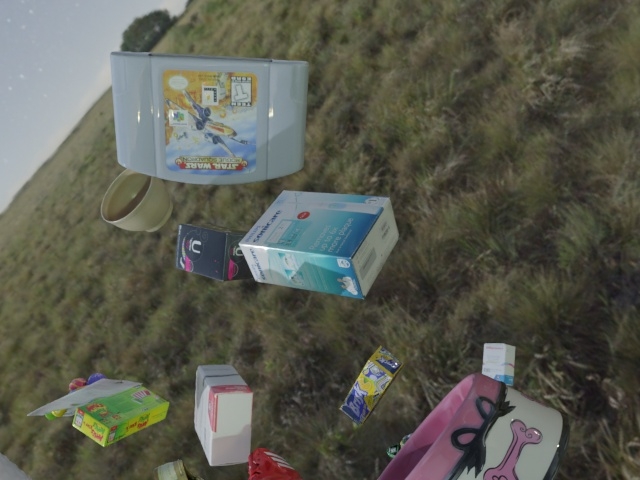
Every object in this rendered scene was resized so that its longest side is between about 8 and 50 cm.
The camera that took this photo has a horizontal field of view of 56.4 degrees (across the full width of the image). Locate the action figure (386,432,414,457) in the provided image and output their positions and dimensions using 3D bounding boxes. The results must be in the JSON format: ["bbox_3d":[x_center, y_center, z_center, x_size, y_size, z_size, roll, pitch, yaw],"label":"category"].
[{"bbox_3d":[0.252,0.478,1.395,0.232,0.063,0.137,-29,29,34],"label":"action figure"}]

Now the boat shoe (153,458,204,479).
[{"bbox_3d":[-0.199,0.378,0.914,0.048,0.153,0.056,-27,43,-1],"label":"boat shoe"}]

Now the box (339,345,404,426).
[{"bbox_3d":[0.099,0.289,1.175,0.054,0.059,0.169,-34,-25,-47],"label":"box"}]

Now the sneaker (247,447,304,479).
[{"bbox_3d":[-0.127,0.467,1.110,0.128,0.221,0.087,38,108,34],"label":"sneaker"}]

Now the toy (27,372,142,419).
[{"bbox_3d":[-0.570,0.364,1.442,0.237,0.137,0.056,-29,64,15],"label":"toy"}]

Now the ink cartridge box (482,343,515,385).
[{"bbox_3d":[0.558,0.387,1.872,0.088,0.052,0.123,-11,68,55],"label":"ink cartridge box"}]

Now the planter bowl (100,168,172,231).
[{"bbox_3d":[-0.424,-0.086,1.423,0.162,0.109,0.162,-19,51,25],"label":"planter bowl"}]

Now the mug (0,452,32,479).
[{"bbox_3d":[-0.600,0.385,0.872,0.276,0.328,0.374,-47,5,-14],"label":"mug"}]

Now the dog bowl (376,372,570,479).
[{"bbox_3d":[0.203,0.387,0.956,0.408,0.150,0.408,-46,-14,-15],"label":"dog bowl"}]

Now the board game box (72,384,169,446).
[{"bbox_3d":[-0.418,0.366,1.264,0.181,0.092,0.043,-5,-65,-64],"label":"board game box"}]

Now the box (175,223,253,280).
[{"bbox_3d":[-0.364,0.036,2.069,0.270,0.143,0.165,10,97,41],"label":"box"}]

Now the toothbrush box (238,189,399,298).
[{"bbox_3d":[0.000,0.000,1.372,0.295,0.126,0.216,6,43,32],"label":"toothbrush box"}]

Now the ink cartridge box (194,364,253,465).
[{"bbox_3d":[-0.222,0.384,1.342,0.218,0.092,0.159,-168,81,-68],"label":"ink cartridge box"}]

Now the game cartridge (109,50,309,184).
[{"bbox_3d":[-0.170,-0.187,0.937,0.062,0.297,0.198,-107,19,-70],"label":"game cartridge"}]
